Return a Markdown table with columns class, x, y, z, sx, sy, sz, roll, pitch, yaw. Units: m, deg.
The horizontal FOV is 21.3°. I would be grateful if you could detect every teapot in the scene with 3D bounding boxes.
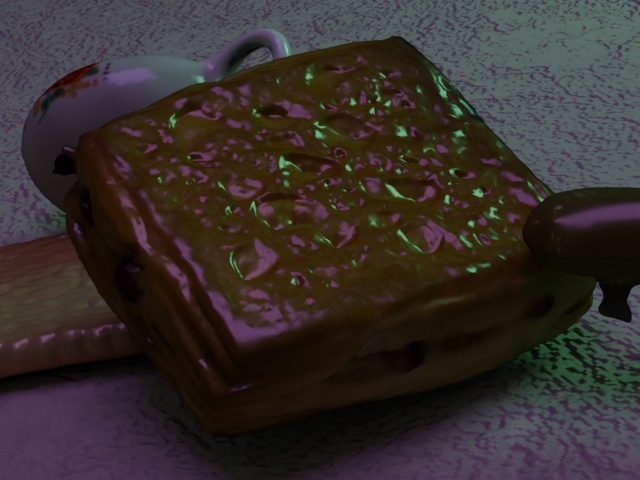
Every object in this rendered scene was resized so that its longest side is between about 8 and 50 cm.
| class | x | y | z | sx | sy | sz | roll | pitch | yaw |
| --- | --- | --- | --- | --- | --- | --- | --- | --- | --- |
| teapot | -0.104 | -0.061 | 1.055 | 0.226 | 0.092 | 0.145 | -24 | -29 | 30 |

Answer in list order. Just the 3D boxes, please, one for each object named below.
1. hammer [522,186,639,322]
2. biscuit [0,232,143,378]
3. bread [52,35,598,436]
| class | x | y | z | sx | sy | sz | roll | pitch | yaw |
| --- | --- | --- | --- | --- | --- | --- | --- | --- | --- |
| hammer | 0.243 | 0.007 | 0.765 | 0.305 | 0.113 | 0.202 | 2 | 23 | 13 |
| biscuit | -0.107 | 0.029 | 0.978 | 0.249 | 0.030 | 0.160 | -10 | 23 | 0 |
| bread | 0.000 | 0.000 | 0.866 | 0.235 | 0.099 | 0.210 | -18 | 50 | -28 |
